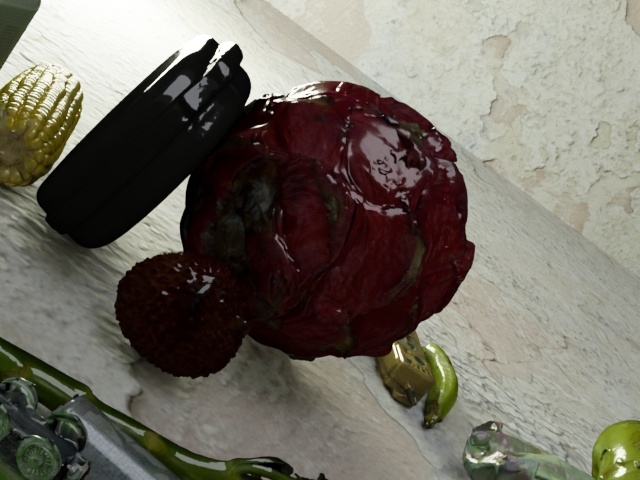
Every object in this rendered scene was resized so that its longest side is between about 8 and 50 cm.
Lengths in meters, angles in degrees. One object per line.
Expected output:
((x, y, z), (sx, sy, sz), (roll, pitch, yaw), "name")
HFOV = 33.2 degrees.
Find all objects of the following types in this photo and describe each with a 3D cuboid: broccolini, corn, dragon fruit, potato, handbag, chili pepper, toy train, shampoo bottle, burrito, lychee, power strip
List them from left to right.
((-0.247, 0.114, 0.725), (0.202, 0.081, 0.060), (34, 16, 7), "toy train")
((-0.315, -0.134, 1.170), (0.093, 0.093, 0.244), (34, 18, -16), "corn")
((-0.176, -0.107, 1.123), (0.093, 0.254, 0.308), (48, 16, -14), "handbag")
((-0.116, 0.204, 0.775), (0.214, 0.072, 0.072), (40, 18, 5), "shampoo bottle")
((-0.131, 0.161, 0.881), (0.392, 0.074, 0.079), (34, 60, -12), "broccolini")
((-0.130, 0.065, 1.012), (0.129, 0.123, 0.123), (34, 16, 14), "lychee")
((0.004, -0.018, 1.170), (0.329, 0.329, 0.329), (35, 18, -13), "dragon fruit")
((0.099, 0.125, 1.437), (0.064, 0.044, 0.305), (33, 19, -20), "power strip")
((0.156, 0.190, 1.396), (0.049, 0.043, 0.208), (48, 15, -16), "chili pepper")
((0.261, 0.297, 1.273), (0.229, 0.089, 0.144), (30, 6, -29), "burrito")
((0.436, 0.338, 1.389), (0.186, 0.148, 0.253), (55, 11, -40), "potato")

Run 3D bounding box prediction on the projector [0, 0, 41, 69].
((-0.420, -0.222, 1.040), (0.163, 0.177, 0.242), (43, 19, 18), "projector")
